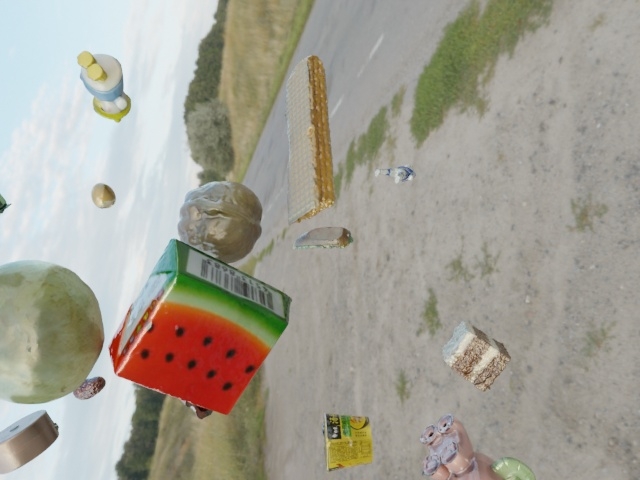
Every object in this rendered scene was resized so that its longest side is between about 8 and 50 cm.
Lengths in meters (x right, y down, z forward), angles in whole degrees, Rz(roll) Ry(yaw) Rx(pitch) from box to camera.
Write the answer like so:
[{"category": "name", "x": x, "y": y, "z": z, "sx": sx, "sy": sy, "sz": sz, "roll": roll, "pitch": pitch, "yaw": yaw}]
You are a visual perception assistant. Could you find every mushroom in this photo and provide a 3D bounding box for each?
[{"category": "mushroom", "x": -0.704, "y": 0.222, "z": 1.198, "sx": 0.260, "sy": 0.351, "sz": 0.353, "roll": -150, "pitch": 72, "yaw": -80}]

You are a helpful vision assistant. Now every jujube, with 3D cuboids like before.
[{"category": "jujube", "x": -0.851, "y": 0.543, "z": 1.821, "sx": 0.129, "sy": 0.077, "sz": 0.077, "roll": -29, "pitch": 35, "yaw": 17}]

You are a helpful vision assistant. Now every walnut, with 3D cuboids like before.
[{"category": "walnut", "x": -0.284, "y": -0.052, "z": 1.424, "sx": 0.248, "sy": 0.248, "sz": 0.249, "roll": -169, "pitch": 90, "yaw": -76}]

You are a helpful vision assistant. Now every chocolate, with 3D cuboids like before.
[{"category": "chocolate", "x": -0.289, "y": 0.230, "z": 1.222, "sx": 0.341, "sy": 0.360, "sz": 0.161, "roll": -57, "pitch": 23, "yaw": 9}]

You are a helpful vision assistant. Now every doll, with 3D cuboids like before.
[{"category": "doll", "x": 0.422, "y": 0.651, "z": 1.364, "sx": 0.284, "sy": 0.268, "sz": 0.216, "roll": -44, "pitch": 13, "yaw": 25}, {"category": "doll", "x": 0.284, "y": -0.232, "z": 1.730, "sx": 0.227, "sy": 0.113, "sz": 0.057, "roll": -23, "pitch": -56, "yaw": -55}, {"category": "doll", "x": -0.520, "y": -0.369, "z": 1.201, "sx": 0.241, "sy": 0.135, "sz": 0.099, "roll": 132, "pitch": 159, "yaw": -69}]

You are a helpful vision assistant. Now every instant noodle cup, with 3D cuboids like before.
[{"category": "instant noodle cup", "x": 0.069, "y": 0.515, "z": 1.269, "sx": 0.151, "sy": 0.122, "sz": 0.152, "roll": 175, "pitch": 90, "yaw": -87}]

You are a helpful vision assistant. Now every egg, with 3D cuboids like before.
[{"category": "egg", "x": -0.770, "y": -0.161, "z": 1.740, "sx": 0.097, "sy": 0.080, "sz": 0.080, "roll": 65, "pitch": 159, "yaw": 7}]

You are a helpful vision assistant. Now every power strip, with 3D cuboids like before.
[{"category": "power strip", "x": -0.727, "y": 0.488, "z": 1.204, "sx": 0.078, "sy": 0.154, "sz": 0.154, "roll": 63, "pitch": 170, "yaw": -9}]

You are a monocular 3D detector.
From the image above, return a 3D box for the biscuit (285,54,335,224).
[{"category": "biscuit", "x": -0.024, "y": -0.209, "z": 0.988, "sx": 0.094, "sy": 0.054, "sz": 0.379, "roll": -32, "pitch": 52, "yaw": 44}]

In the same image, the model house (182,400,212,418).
[{"category": "model house", "x": -0.448, "y": 0.452, "z": 1.680, "sx": 0.160, "sy": 0.196, "sz": 0.253, "roll": -43, "pitch": 31, "yaw": -24}]

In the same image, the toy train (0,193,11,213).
[{"category": "toy train", "x": -0.825, "y": -0.084, "z": 1.049, "sx": 0.115, "sy": 0.269, "sz": 0.155, "roll": -83, "pitch": -22, "yaw": -58}]

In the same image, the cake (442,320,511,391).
[{"category": "cake", "x": 0.443, "y": 0.328, "z": 1.421, "sx": 0.135, "sy": 0.147, "sz": 0.134, "roll": -56, "pitch": 0, "yaw": 11}]

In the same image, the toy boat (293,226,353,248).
[{"category": "toy boat", "x": -0.007, "y": -0.006, "z": 2.139, "sx": 0.099, "sy": 0.292, "sz": 0.109, "roll": 56, "pitch": -145, "yaw": -48}]
